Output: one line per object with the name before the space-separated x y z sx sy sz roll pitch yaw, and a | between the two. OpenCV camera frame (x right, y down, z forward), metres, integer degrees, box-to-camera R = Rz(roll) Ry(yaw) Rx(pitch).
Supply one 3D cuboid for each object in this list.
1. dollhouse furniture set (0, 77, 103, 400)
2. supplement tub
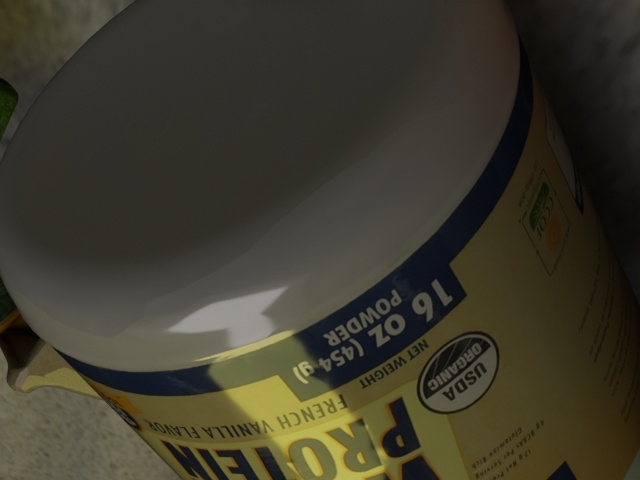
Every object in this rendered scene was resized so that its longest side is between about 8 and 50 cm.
dollhouse furniture set | -0.167 -0.008 0.706 0.302 0.151 0.197 21 -177 -26
supplement tub | 0.027 0.039 0.561 0.228 0.228 0.316 -5 138 31
